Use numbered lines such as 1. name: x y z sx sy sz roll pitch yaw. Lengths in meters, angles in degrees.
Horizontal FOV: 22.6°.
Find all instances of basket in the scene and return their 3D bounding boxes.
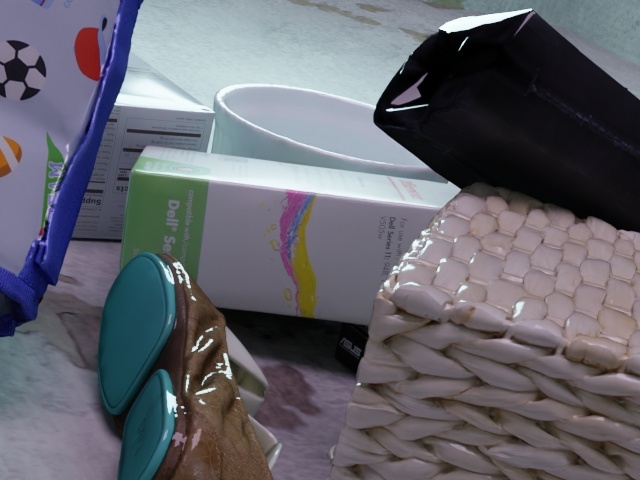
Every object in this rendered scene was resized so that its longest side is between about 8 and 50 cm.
1. basket: 0.180 0.151 1.008 0.328 0.267 0.331 17 16 11

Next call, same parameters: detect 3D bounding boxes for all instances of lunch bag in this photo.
1. lunch bag: -0.356 -0.113 1.244 0.385 0.328 0.239 11 -27 4

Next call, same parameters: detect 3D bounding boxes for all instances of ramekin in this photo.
1. ramekin: 0.005 -0.067 1.758 0.277 0.135 0.277 13 18 -4

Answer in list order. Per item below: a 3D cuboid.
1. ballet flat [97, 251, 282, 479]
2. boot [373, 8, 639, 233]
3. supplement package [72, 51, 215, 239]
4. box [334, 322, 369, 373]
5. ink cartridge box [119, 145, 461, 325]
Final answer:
1. ballet flat: -0.090 0.118 1.176 0.124 0.116 0.342 30 11 -20
2. boot: 0.224 0.003 1.291 0.445 0.146 0.367 29 -22 -18
3. supplement package: -0.265 -0.114 1.668 0.204 0.145 0.262 3 21 -32
4. box: 0.140 0.122 1.426 0.190 0.045 0.184 2 21 -35
5. ink cartridge box: 0.000 0.000 1.477 0.353 0.119 0.207 7 9 -3
